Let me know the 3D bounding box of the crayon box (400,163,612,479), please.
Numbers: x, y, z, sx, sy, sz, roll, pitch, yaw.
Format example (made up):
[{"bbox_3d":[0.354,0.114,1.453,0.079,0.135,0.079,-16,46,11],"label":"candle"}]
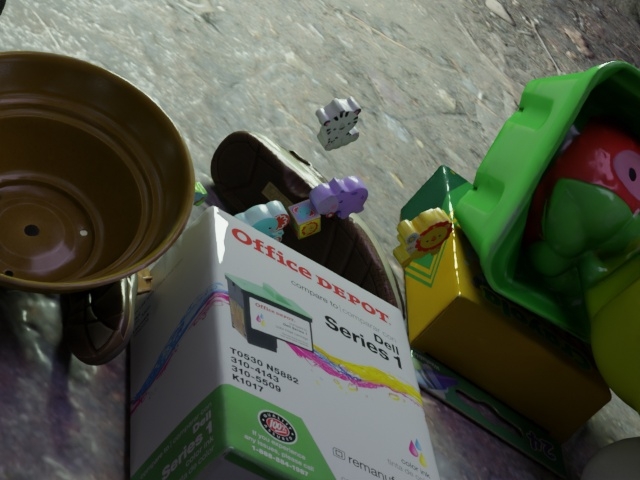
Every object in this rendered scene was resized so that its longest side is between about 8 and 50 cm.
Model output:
[{"bbox_3d":[0.189,0.074,1.537,0.203,0.083,0.323,34,27,-18],"label":"crayon box"}]

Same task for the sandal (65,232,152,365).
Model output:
[{"bbox_3d":[-0.154,0.037,1.122,0.049,0.072,0.180,46,22,-31],"label":"sandal"}]

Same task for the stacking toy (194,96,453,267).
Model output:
[{"bbox_3d":[-0.020,-0.024,1.296,0.221,0.052,0.167,-23,56,-17],"label":"stacking toy"}]

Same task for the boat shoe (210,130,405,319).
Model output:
[{"bbox_3d":[0.005,-0.006,1.389,0.257,0.095,0.095,54,21,24],"label":"boat shoe"}]

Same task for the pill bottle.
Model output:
[{"bbox_3d":[-0.197,-0.073,1.216,0.078,0.078,0.137,40,25,-4],"label":"pill bottle"}]

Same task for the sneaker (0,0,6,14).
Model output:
[{"bbox_3d":[-0.393,-0.201,1.128,0.182,0.158,0.410,14,23,14],"label":"sneaker"}]

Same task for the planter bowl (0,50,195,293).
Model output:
[{"bbox_3d":[-0.206,-0.030,1.081,0.217,0.090,0.217,10,52,-13],"label":"planter bowl"}]

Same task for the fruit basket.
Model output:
[{"bbox_3d":[0.341,0.030,1.421,0.392,0.283,0.392,30,4,-2],"label":"fruit basket"}]

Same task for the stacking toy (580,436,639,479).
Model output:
[{"bbox_3d":[0.469,0.308,1.418,0.479,0.351,0.351,21,27,-2],"label":"stacking toy"}]

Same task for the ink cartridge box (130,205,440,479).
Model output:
[{"bbox_3d":[-0.029,0.129,1.091,0.201,0.117,0.278,30,27,-25],"label":"ink cartridge box"}]
